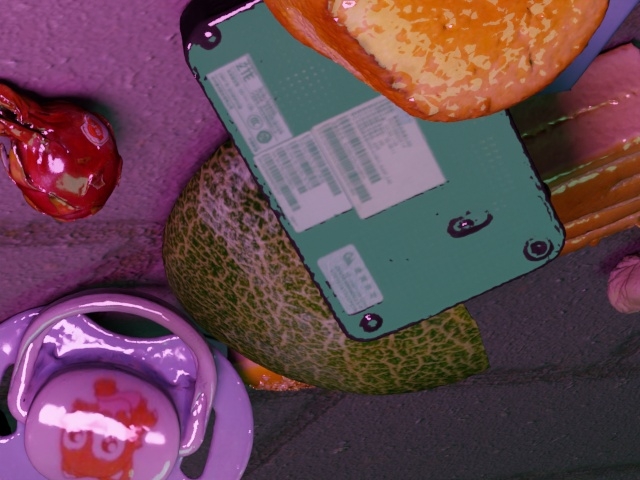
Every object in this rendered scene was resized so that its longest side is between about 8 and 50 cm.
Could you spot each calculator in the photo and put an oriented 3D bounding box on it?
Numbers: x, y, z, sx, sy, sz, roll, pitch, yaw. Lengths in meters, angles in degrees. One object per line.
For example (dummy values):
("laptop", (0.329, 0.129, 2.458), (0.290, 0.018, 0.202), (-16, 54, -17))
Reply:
("calculator", (0.206, -0.183, 1.755), (0.121, 0.039, 0.210), (-11, 155, -26))

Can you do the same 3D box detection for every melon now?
("melon", (0.000, 0.000, 1.837), (0.226, 0.331, 0.343), (-64, 159, -12))

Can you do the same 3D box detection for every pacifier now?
("pacifier", (-0.215, 0.158, 2.022), (0.299, 0.244, 0.233), (14, -174, -8))

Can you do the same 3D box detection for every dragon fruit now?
("dragon fruit", (-0.220, -0.078, 1.577), (0.094, 0.094, 0.190), (-26, 146, 12))

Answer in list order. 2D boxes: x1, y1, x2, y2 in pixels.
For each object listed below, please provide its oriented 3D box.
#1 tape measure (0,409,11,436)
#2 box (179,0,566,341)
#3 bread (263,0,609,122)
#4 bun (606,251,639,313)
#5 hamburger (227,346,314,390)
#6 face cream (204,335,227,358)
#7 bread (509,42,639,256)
("tape measure", (-0.414, 0.240, 2.106), (0.182, 0.107, 0.181), (-2, 158, -33))
("box", (0.048, -0.083, 1.602), (0.211, 0.058, 0.350), (-24, 125, 9))
("bread", (0.091, -0.209, 1.400), (0.268, 0.145, 0.268), (-10, 125, -15))
("bun", (0.398, 0.043, 2.399), (0.115, 0.069, 0.115), (-19, 179, 0))
("hamburger", (-0.006, 0.102, 2.094), (0.173, 0.116, 0.210), (-29, 172, 21))
("face cream", (-0.210, 0.199, 2.228), (0.274, 0.096, 0.154), (-41, 150, 13))
("bread", (0.212, -0.060, 1.946), (0.246, 0.111, 0.239), (-21, 157, -1))
